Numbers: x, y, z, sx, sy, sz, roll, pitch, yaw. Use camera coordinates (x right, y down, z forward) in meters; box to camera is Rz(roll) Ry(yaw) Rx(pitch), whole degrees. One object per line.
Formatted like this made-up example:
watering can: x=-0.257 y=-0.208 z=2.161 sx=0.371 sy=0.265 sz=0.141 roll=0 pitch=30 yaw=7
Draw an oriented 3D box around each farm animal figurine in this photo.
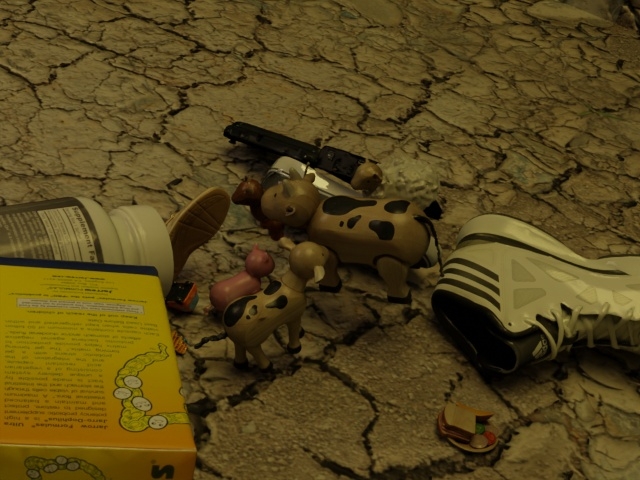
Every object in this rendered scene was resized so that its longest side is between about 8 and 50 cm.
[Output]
farm animal figurine: x=0.000 y=0.000 z=1.639 sx=0.327 sy=0.172 sz=0.330 roll=-4 pitch=44 yaw=6

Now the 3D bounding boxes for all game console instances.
game console: x=0.011 y=-0.119 z=1.960 sx=0.361 sy=0.044 sz=0.213 roll=21 pitch=-1 yaw=32

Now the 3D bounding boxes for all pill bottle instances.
pill bottle: x=-0.352 y=0.038 z=1.538 sx=0.318 sy=0.176 sz=0.176 roll=-9 pitch=41 yaw=-32

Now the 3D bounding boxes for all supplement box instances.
supplement box: x=-0.259 y=0.187 z=1.303 sx=0.195 sy=0.194 sz=0.356 roll=4 pitch=27 yaw=-16

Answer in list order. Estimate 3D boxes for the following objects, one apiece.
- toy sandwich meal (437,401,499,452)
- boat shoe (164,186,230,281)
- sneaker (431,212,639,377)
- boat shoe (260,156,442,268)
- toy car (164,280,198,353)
toy sandwich meal: x=0.192 y=0.239 z=1.597 sx=0.085 sy=0.029 sz=0.085 roll=10 pitch=35 yaw=-7
boat shoe: x=-0.193 y=-0.011 z=1.700 sx=0.063 sy=0.170 sz=0.059 roll=40 pitch=2 yaw=-35
sneaker: x=0.365 y=0.133 z=1.736 sx=0.447 sy=0.169 sz=0.257 roll=18 pitch=42 yaw=18
boat shoe: x=0.034 y=-0.019 z=1.844 sx=0.301 sy=0.108 sz=0.102 roll=29 pitch=71 yaw=16
toy car: x=-0.192 y=0.107 z=1.646 sx=0.040 sy=0.060 sz=0.122 roll=47 pitch=40 yaw=-34
